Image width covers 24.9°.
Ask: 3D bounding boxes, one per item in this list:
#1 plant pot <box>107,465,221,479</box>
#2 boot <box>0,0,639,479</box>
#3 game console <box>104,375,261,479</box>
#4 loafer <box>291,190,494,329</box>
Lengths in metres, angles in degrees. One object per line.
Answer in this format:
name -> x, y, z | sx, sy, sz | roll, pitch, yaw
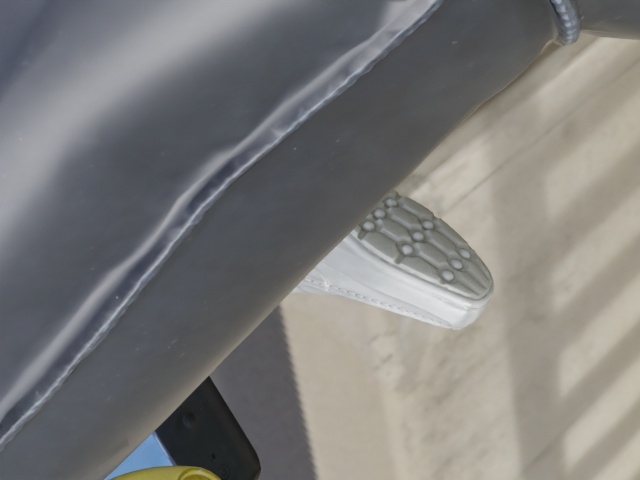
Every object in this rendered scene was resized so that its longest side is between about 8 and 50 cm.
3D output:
plant pot -> -0.121, 0.235, 1.168 | 0.095, 0.134, 0.134 | -39, 89, 31
boot -> 0.011, -0.028, 0.539 | 0.445, 0.367, 0.146 | -47, 45, 22
game console -> -0.252, 0.217, 1.488 | 0.060, 0.386, 0.342 | -24, 103, 45
loafer -> 0.000, 0.000, 1.280 | 0.319, 0.112, 0.111 | 28, 126, 17
